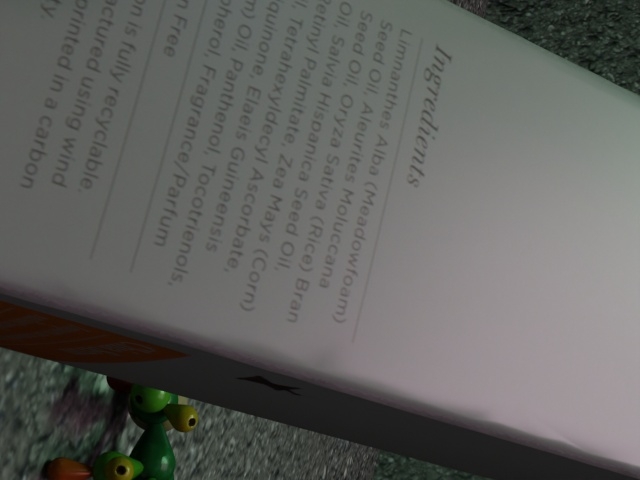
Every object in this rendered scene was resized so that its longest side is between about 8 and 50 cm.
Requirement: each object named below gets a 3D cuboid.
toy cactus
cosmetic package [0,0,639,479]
[{"bbox_3d":[-0.144,0.164,0.902,0.180,0.112,0.219,-93,178,-50],"label":"toy cactus"},{"bbox_3d":[0.000,0.000,0.513,0.230,0.453,0.161,-12,-118,61],"label":"cosmetic package"}]
